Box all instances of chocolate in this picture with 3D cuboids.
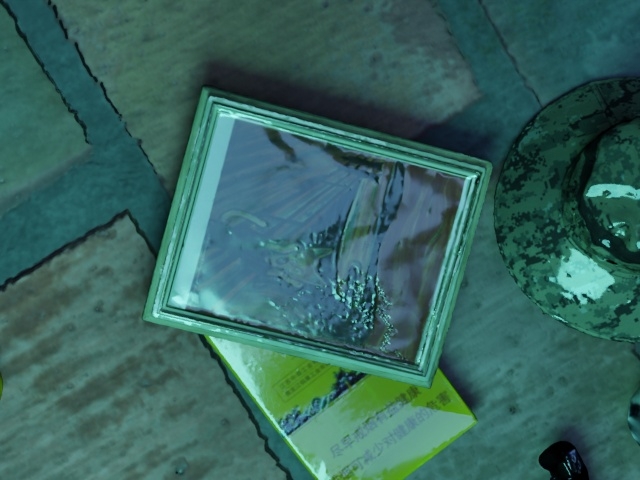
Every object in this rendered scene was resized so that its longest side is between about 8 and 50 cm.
[{"bbox_3d":[0.242,0.251,1.656,0.070,0.072,0.147,-13,105,-10],"label":"chocolate"}]

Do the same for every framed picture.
[{"bbox_3d":[0.000,0.000,1.570,0.273,0.016,0.216,13,94,-11],"label":"framed picture"}]

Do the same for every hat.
[{"bbox_3d":[0.286,-0.038,1.564,0.265,0.128,0.266,0,81,2],"label":"hat"}]

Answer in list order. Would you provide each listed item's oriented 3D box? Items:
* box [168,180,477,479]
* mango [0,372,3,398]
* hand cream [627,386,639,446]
[{"bbox_3d":[0.003,0.100,1.611,0.153,0.041,0.279,-37,101,-2],"label":"box"},{"bbox_3d":[-0.365,0.116,1.536,0.178,0.090,0.115,35,84,-19],"label":"mango"},{"bbox_3d":[0.439,0.076,1.651,0.358,0.118,0.185,-43,96,-9],"label":"hand cream"}]
